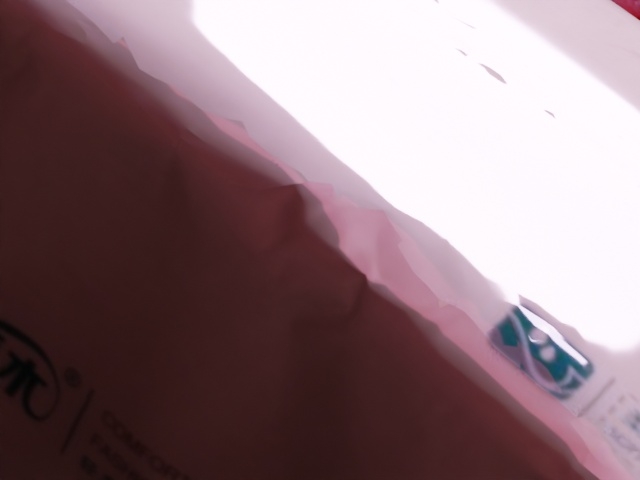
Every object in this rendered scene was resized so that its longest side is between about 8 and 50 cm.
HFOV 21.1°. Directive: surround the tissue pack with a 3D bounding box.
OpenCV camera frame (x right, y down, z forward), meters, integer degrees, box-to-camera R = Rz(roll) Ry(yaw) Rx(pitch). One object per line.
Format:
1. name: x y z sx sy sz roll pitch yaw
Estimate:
1. tissue pack: 0.000 0.000 0.623 0.380 0.207 0.297 38 35 13
